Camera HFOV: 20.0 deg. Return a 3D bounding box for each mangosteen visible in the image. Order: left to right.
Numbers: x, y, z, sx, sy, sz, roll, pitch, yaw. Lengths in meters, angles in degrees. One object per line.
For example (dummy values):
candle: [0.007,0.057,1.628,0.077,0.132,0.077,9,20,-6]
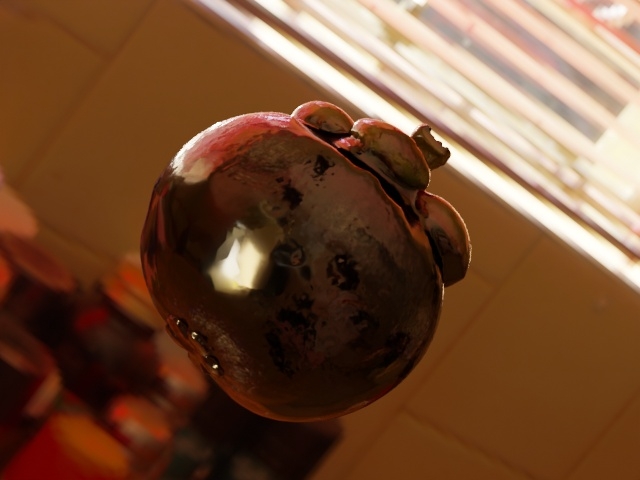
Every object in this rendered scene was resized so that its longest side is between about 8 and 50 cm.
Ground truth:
mangosteen: [0.000,0.000,1.571,0.275,0.302,0.275,42,-22,21]
